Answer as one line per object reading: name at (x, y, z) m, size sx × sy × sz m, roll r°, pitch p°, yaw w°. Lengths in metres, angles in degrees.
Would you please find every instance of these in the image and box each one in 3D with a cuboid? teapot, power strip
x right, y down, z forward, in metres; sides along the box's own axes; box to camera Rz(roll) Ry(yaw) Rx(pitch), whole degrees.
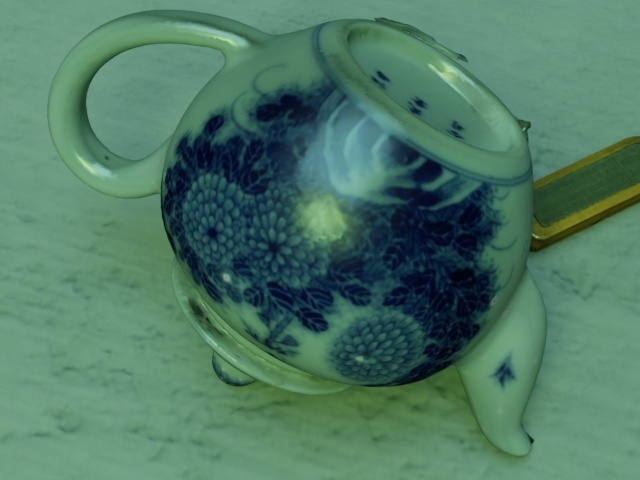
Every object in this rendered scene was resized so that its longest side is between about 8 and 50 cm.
teapot at (0.000, 0.000, 0.756) m, size 0.424 × 0.280 × 0.252 m, roll 34°, pitch 28°, yaw -3°
power strip at (0.228, -0.044, 0.894) m, size 0.178 × 0.028 × 0.049 m, roll -25°, pitch 63°, yaw -13°

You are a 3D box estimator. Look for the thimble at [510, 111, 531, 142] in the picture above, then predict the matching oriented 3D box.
thimble at (0.114, -0.069, 0.888) m, size 0.110 × 0.062 × 0.084 m, roll -10°, pitch 61°, yaw -5°
